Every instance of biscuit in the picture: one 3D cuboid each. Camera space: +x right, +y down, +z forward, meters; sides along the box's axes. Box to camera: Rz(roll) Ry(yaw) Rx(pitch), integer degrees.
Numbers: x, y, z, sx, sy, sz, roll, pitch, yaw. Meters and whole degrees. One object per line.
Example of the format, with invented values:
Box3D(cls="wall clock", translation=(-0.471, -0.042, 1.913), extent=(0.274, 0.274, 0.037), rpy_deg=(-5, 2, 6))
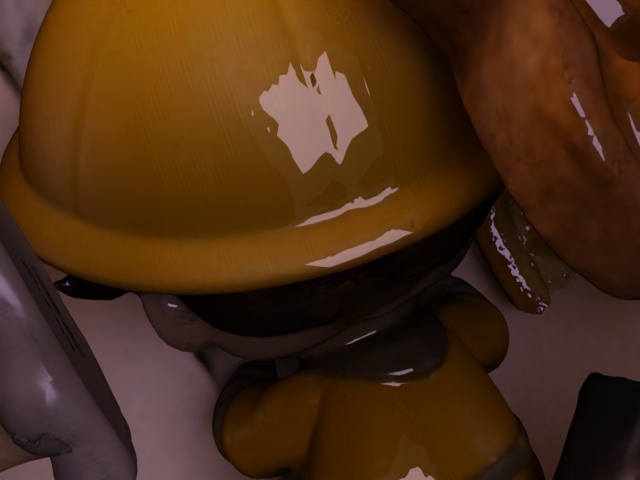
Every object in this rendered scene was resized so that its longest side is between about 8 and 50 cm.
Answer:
Box3D(cls="biscuit", translation=(0.096, -0.113, 0.440), extent=(0.367, 0.063, 0.314), rpy_deg=(39, 35, -24))

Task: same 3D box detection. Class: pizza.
Box3D(cls="pizza", translation=(0.098, -0.050, 0.549), extent=(0.099, 0.036, 0.160), rpy_deg=(-6, 89, -19))

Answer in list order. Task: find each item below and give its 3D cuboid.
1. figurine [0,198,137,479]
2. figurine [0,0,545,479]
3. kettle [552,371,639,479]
Box3D(cls="figurine", translation=(-0.241, 0.109, 0.348), extent=(0.387, 0.166, 0.207), rpy_deg=(-29, 86, -3))
Box3D(cls="figurine", translation=(0.003, -0.001, 0.449), extent=(0.192, 0.167, 0.257), rpy_deg=(-29, 98, -31))
Box3D(cls="kettle", translation=(0.178, 0.200, 0.369), extent=(0.321, 0.228, 0.324), rpy_deg=(28, 64, 12))
